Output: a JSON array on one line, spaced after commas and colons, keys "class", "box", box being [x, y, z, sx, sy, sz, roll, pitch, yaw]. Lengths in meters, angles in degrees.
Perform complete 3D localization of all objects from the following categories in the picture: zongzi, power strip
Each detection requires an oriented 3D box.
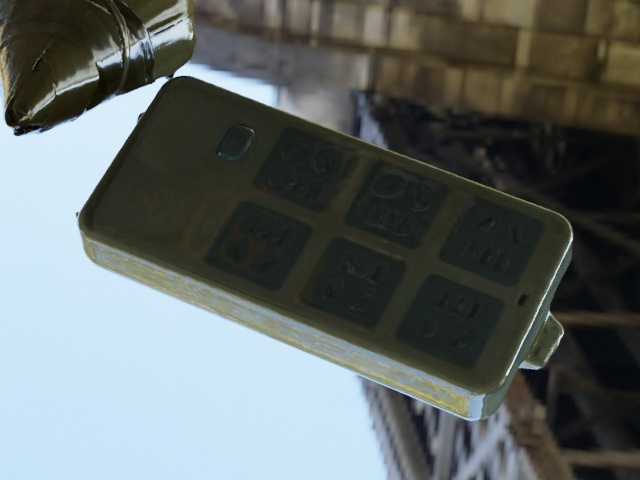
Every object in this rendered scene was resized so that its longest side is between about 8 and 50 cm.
[{"class": "zongzi", "box": [-0.174, -0.109, 0.984, 0.160, 0.078, 0.176, 11, -147, 29]}, {"class": "power strip", "box": [0.000, 0.000, 0.942, 0.270, 0.046, 0.118, 21, -116, 16]}]
